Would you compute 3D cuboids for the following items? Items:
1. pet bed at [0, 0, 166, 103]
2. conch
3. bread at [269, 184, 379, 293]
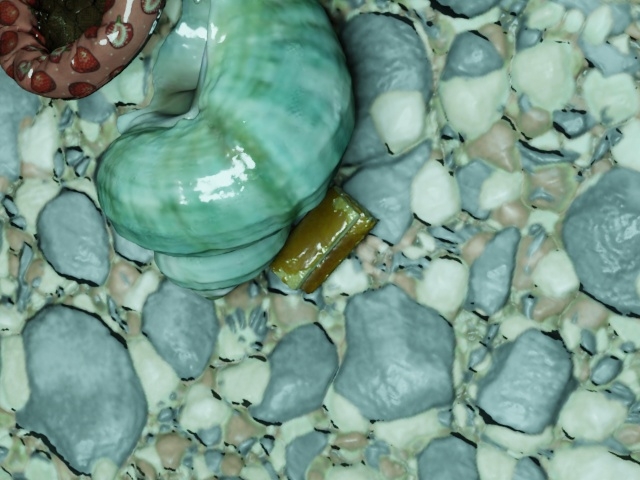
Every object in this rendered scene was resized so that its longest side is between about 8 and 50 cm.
[{"bbox_3d":[-0.180,-0.199,1.457,0.201,0.053,0.201,-20,60,41],"label":"pet bed"},{"bbox_3d":[-0.075,-0.075,1.410,0.220,0.195,0.277,39,135,52],"label":"conch"},{"bbox_3d":[0.000,0.000,1.451,0.047,0.036,0.083,45,102,14],"label":"bread"}]
